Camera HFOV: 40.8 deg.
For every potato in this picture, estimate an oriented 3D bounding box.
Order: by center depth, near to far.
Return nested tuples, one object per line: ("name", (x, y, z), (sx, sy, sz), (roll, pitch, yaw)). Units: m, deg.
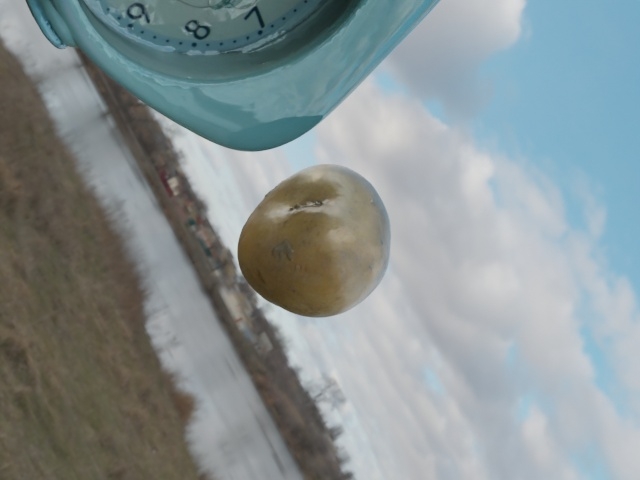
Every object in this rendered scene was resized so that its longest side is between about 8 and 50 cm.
("potato", (0.001, 0.001, 0.619), (0.147, 0.112, 0.112), (-103, 168, -75))

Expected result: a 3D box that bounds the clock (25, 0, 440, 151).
("clock", (-0.053, -0.181, 0.466), (0.274, 0.223, 0.094), (28, 26, -46))
